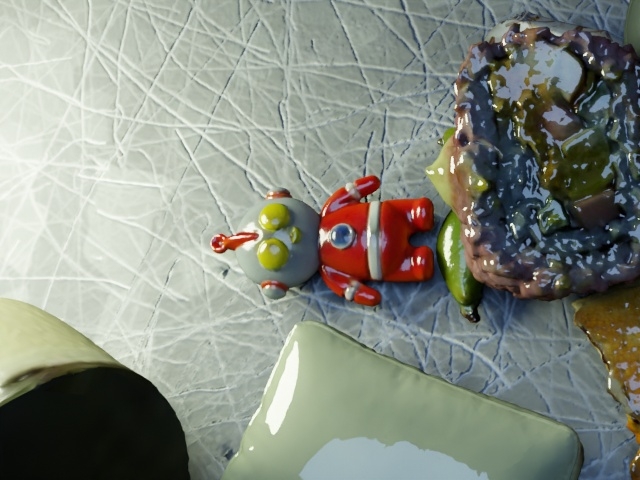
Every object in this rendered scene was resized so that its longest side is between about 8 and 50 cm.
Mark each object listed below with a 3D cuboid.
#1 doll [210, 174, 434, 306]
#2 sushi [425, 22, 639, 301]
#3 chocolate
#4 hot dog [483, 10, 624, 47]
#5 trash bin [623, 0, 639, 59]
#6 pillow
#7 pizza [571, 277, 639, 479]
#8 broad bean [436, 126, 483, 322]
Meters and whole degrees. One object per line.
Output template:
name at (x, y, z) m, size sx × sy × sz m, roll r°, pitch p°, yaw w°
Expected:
doll at (0.000, 0.000, 1.373) m, size 0.245 × 0.076 × 0.142 m, roll 0°, pitch 74°, yaw 9°
sushi at (0.222, -0.074, 1.260) m, size 0.237 × 0.171 × 0.270 m, roll -10°, pitch 88°, yaw 5°
chocolate at (-0.329, 0.225, 1.269) m, size 0.297 × 0.314 × 0.326 m, roll 20°, pitch 85°, yaw 41°
hot dog at (0.262, -0.180, 1.370) m, size 0.191 × 0.059 × 0.108 m, roll 23°, pitch 90°, yaw 16°
trash bin at (0.427, -0.220, 1.294) m, size 0.236 × 0.101 × 0.176 m, roll -16°, pitch 69°, yaw -12°
pillow at (0.070, 0.244, 1.263) m, size 0.322 × 0.120 × 0.255 m, roll 23°, pitch 82°, yaw 17°
pizza at (0.418, 0.170, 1.208) m, size 0.409 × 0.114 × 0.277 m, roll 18°, pitch 79°, yaw 18°
broad bean at (0.156, -0.019, 1.354) m, size 0.070 × 0.048 × 0.213 m, roll -3°, pitch 74°, yaw 12°
